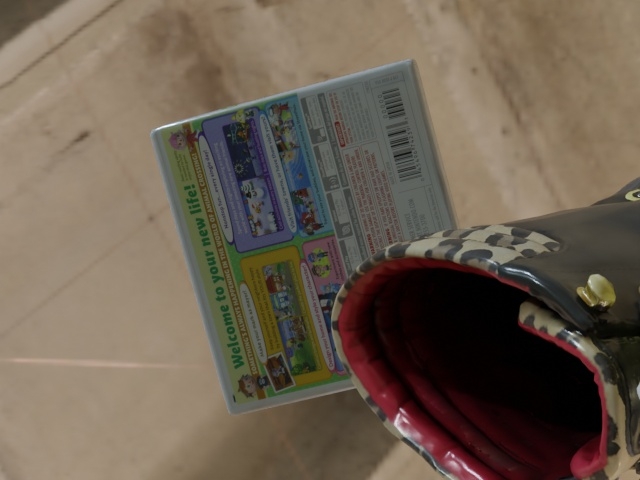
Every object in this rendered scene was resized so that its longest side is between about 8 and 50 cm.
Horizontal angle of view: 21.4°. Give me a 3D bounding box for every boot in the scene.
[{"bbox_3d":[0.215,0.052,0.776,0.284,0.377,0.138,-13,-65,-37],"label":"boot"}]

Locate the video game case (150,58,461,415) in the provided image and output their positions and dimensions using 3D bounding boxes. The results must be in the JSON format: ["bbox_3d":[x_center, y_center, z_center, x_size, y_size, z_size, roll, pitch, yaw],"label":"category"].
[{"bbox_3d":[0.000,0.000,1.176,0.023,0.193,0.212,-38,-67,-76],"label":"video game case"}]

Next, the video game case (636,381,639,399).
[{"bbox_3d":[0.233,0.155,0.564,0.285,0.025,0.204,21,-141,-39],"label":"video game case"}]

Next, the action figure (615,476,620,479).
[{"bbox_3d":[0.383,0.281,1.222,0.370,0.276,0.248,25,-97,-4],"label":"action figure"}]
